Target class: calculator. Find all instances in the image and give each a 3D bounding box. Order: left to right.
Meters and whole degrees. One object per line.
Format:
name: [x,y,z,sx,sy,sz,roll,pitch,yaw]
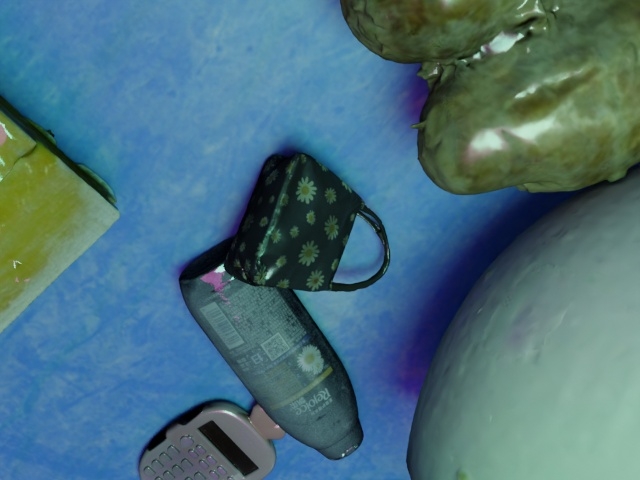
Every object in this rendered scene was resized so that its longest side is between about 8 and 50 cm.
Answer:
calculator: [-0.104,0.208,0.975,0.166,0.024,0.103,-33,111,17]

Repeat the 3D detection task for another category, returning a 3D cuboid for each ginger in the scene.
ginger: [0.134,-0.174,0.718,0.244,0.155,0.304,-38,106,-3]

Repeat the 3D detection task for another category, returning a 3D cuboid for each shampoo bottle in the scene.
shampoo bottle: [-0.036,0.105,0.909,0.087,0.049,0.233,-34,112,0]

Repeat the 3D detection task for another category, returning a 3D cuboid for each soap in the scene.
soap: [-0.337,-0.007,0.769,0.281,0.143,0.259,-47,121,-2]

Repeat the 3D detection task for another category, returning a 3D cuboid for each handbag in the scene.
handbag: [0.000,0.000,0.845,0.139,0.072,0.115,24,82,-28]

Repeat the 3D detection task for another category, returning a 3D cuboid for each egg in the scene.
egg: [0.278,0.089,0.755,0.355,0.354,0.339,20,97,-10]
